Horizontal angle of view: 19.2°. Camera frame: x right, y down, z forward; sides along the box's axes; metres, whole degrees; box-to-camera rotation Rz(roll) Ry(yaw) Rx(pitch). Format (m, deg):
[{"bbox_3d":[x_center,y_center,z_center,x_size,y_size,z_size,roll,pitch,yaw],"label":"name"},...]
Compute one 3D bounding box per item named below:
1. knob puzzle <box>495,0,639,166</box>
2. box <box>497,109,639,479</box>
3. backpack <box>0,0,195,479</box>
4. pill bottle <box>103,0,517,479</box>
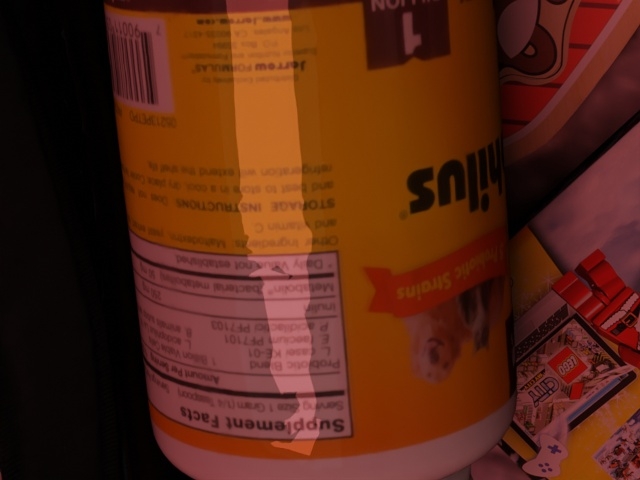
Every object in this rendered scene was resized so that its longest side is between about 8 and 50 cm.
[{"bbox_3d":[0.019,-0.096,0.632,0.213,0.030,0.213,9,115,20],"label":"knob puzzle"},{"bbox_3d":[0.158,0.016,0.611,0.159,0.044,0.233,46,122,0],"label":"box"},{"bbox_3d":[-0.164,0.008,0.619,0.273,0.290,0.355,11,107,21],"label":"backpack"},{"bbox_3d":[0.000,0.000,0.585,0.117,0.117,0.215,2,108,23],"label":"pill bottle"}]
